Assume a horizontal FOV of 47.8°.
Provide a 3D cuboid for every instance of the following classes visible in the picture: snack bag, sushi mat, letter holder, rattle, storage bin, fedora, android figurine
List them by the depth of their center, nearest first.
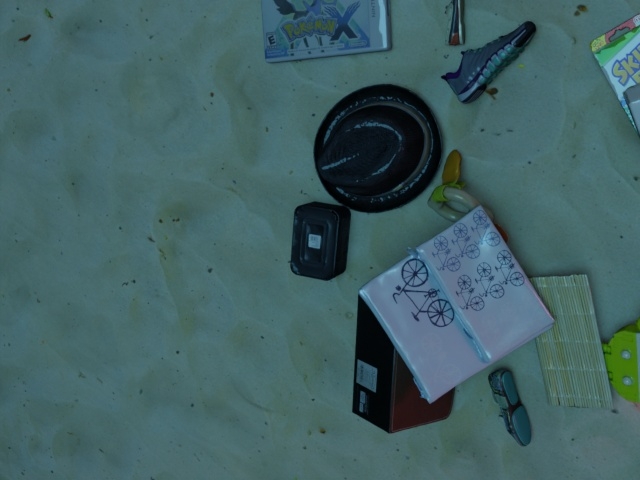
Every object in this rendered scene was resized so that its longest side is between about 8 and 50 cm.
[{"bbox_3d":[0.712,0.271,1.514,0.272,0.056,0.248,8,113,43],"label":"android figurine"},{"bbox_3d":[0.294,0.144,1.595,0.342,0.037,0.323,-32,94,2],"label":"snack bag"},{"bbox_3d":[0.550,0.228,1.612,0.151,0.019,0.317,-8,99,38],"label":"sushi mat"},{"bbox_3d":[0.358,-0.093,1.668,0.199,0.143,0.130,24,142,3],"label":"rattle"},{"bbox_3d":[0.110,-0.210,1.692,0.334,0.152,0.334,4,101,24],"label":"fedora"},{"bbox_3d":[0.211,0.281,1.753,0.152,0.214,0.302,15,105,55],"label":"letter holder"},{"bbox_3d":[0.000,0.000,1.820,0.122,0.084,0.180,10,104,23],"label":"storage bin"}]

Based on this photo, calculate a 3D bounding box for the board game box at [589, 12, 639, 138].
[{"bbox_3d":[0.667,-0.326,1.481,0.124,0.039,0.259,-29,84,26],"label":"board game box"}]

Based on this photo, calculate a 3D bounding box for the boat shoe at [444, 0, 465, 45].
[{"bbox_3d":[0.297,-0.504,1.611,0.043,0.049,0.137,3,105,26],"label":"boat shoe"}]

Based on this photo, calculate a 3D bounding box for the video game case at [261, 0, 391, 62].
[{"bbox_3d":[0.005,-0.593,1.734,0.328,0.036,0.300,0,100,25],"label":"video game case"}]

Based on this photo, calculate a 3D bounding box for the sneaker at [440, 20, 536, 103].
[{"bbox_3d":[0.362,-0.408,1.581,0.224,0.083,0.098,-46,75,25],"label":"sneaker"}]

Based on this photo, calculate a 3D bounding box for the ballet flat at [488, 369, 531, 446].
[{"bbox_3d":[0.444,0.394,1.708,0.070,0.070,0.189,-16,91,26],"label":"ballet flat"}]

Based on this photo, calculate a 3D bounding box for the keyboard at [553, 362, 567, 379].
[{"bbox_3d":[0.560,0.225,1.638,0.108,0.023,0.180,-25,90,33],"label":"keyboard"}]

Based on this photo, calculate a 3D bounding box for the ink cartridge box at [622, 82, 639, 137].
[{"bbox_3d":[0.717,-0.211,1.404,0.172,0.100,0.237,-22,108,24],"label":"ink cartridge box"}]
